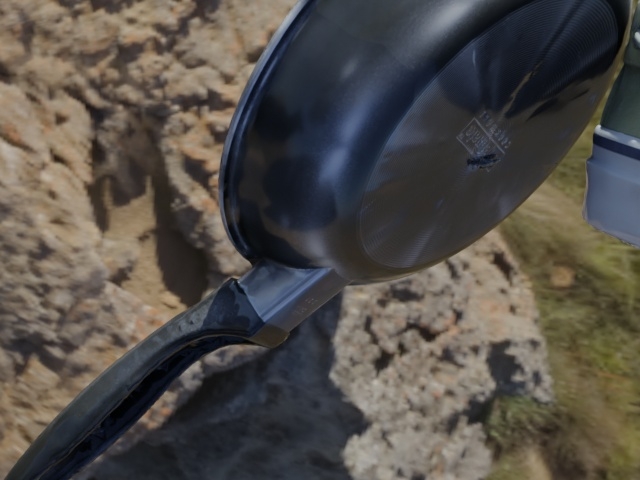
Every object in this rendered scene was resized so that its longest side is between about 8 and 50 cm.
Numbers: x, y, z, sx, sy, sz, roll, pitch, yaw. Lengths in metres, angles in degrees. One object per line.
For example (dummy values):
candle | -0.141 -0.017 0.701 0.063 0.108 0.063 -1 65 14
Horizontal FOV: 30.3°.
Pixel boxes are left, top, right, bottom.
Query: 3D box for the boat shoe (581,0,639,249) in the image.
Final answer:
boat shoe | 0.153 -0.032 0.335 0.109 0.302 0.094 -2 99 -13

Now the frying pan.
frying pan | -0.001 -0.017 0.435 0.326 0.053 0.197 -36 151 -14
